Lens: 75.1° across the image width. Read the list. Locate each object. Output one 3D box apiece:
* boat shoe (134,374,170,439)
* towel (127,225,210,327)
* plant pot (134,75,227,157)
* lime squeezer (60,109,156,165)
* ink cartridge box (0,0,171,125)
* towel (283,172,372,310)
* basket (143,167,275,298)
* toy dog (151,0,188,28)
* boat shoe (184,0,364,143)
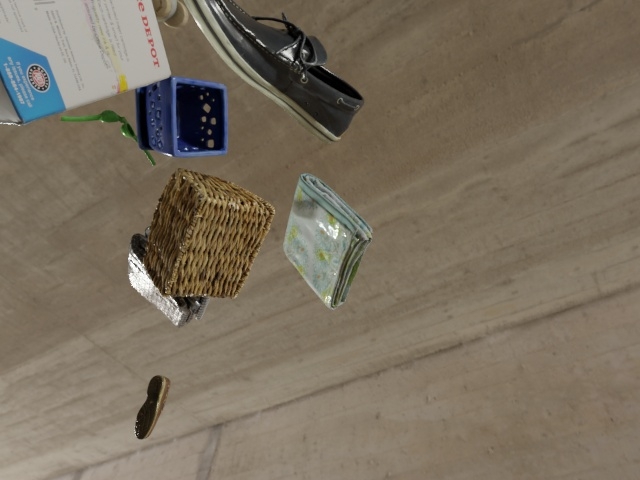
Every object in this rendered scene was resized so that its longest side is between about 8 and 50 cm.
[{"bbox_3d":[-0.486,0.491,1.226,0.064,0.060,0.177,4,-112,23],"label":"boat shoe"},{"bbox_3d":[-0.471,0.124,1.273,0.121,0.284,0.235,-39,171,-40],"label":"towel"},{"bbox_3d":[-0.457,-0.393,1.350,0.212,0.235,0.236,9,-164,29],"label":"plant pot"},{"bbox_3d":[-0.678,-0.363,1.391,0.109,0.311,0.059,-59,-148,7],"label":"lime squeezer"},{"bbox_3d":[-0.335,-0.255,0.492,0.169,0.171,0.232,8,-147,21],"label":"ink cartridge box"},{"bbox_3d":[0.000,0.000,1.386,0.090,0.320,0.374,-5,-141,-35],"label":"towel"},{"bbox_3d":[-0.302,-0.016,1.094,0.213,0.223,0.298,38,-69,41],"label":"basket"},{"bbox_3d":[-0.565,-0.736,1.230,0.335,0.160,0.220,-1,-164,-19],"label":"toy dog"},{"bbox_3d":[-0.075,-0.389,0.895,0.156,0.500,0.186,-37,-128,22],"label":"boat shoe"}]
